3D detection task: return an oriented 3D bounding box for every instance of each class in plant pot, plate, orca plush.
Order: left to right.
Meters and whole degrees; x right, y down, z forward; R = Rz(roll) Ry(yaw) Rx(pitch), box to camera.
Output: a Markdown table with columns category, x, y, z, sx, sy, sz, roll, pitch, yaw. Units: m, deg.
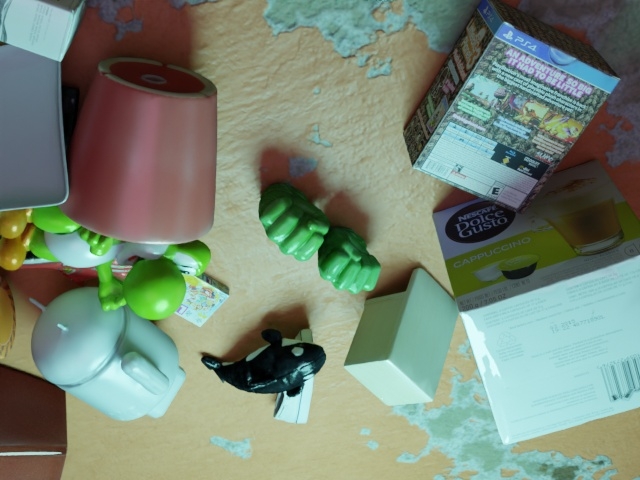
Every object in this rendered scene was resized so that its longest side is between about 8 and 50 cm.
| category | x | y | z | sx | sy | sz | roll | pitch | yaw |
| --- | --- | --- | --- | --- | --- | --- | --- | --- | --- |
| plate | -0.535 | -0.178 | 1.386 | 0.278 | 0.045 | 0.277 | -7 | 83 | 15 |
| plant pot | -0.668 | 0.433 | 1.778 | 0.236 | 0.267 | 0.267 | 7 | 124 | -22 |
| plant pot | -0.291 | -0.160 | 1.402 | 0.275 | 0.275 | 0.243 | 10 | 114 | -11 |
| orca plush | -0.132 | 0.265 | 1.735 | 0.287 | 0.102 | 0.151 | 3 | 106 | 28 |

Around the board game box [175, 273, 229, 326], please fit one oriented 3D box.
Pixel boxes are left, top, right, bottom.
| category | x | y | z | sx | sy | sz | roll | pitch | yaw |
| --- | --- | --- | --- | --- | --- | --- | --- | --- | --- |
| board game box | -0.277 | 0.101 | 1.705 | 0.154 | 0.026 | 0.103 | 33 | 117 | -23 |

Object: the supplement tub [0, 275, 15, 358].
| category | x | y | z | sx | sy | sz | roll | pitch | yaw |
| --- | --- | --- | --- | --- | --- | --- | --- | --- | --- |
| supplement tub | -0.776 | 0.159 | 1.602 | 0.338 | 0.207 | 0.207 | -4 | 124 | 0 |

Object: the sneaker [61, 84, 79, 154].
| category | x | y | z | sx | sy | sz | roll | pitch | yaw |
| --- | --- | --- | --- | --- | --- | --- | --- | --- | --- |
| sneaker | -0.470 | -0.220 | 1.462 | 0.089 | 0.051 | 0.170 | 11 | 118 | -11 |

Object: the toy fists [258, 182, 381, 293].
| category | x | y | z | sx | sy | sz | roll | pitch | yaw |
| --- | --- | --- | --- | --- | --- | --- | --- | --- | --- |
| toy fists | 0.000 | 0.000 | 1.586 | 0.279 | 0.142 | 0.096 | 36 | 115 | -25 |

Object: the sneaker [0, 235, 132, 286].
| category | x | y | z | sx | sy | sz | roll | pitch | yaw |
| --- | --- | --- | --- | --- | --- | --- | --- | --- | --- |
| sneaker | -0.485 | 0.040 | 1.607 | 0.279 | 0.107 | 0.118 | 1 | 132 | -2 |

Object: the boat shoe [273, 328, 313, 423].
| category | x | y | z | sx | sy | sz | roll | pitch | yaw |
| --- | --- | --- | --- | --- | --- | --- | --- | --- | --- |
| boat shoe | -0.061 | 0.299 | 1.814 | 0.084 | 0.095 | 0.258 | 2 | 121 | -7 |

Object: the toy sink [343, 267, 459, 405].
| category | x | y | z | sx | sy | sz | roll | pitch | yaw |
| --- | --- | --- | --- | --- | --- | --- | --- | --- | --- |
| toy sink | 0.166 | 0.196 | 1.722 | 0.131 | 0.234 | 0.153 | -16 | 131 | 43 |

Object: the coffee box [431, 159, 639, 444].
| category | x | y | z | sx | sy | sz | roll | pitch | yaw |
| --- | --- | --- | --- | --- | --- | --- | --- | --- | --- |
| coffee box | 0.431 | 0.108 | 1.573 | 0.338 | 0.334 | 0.338 | -18 | 121 | 10 |

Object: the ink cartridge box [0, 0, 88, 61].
| category | x | y | z | sx | sy | sz | roll | pitch | yaw |
| --- | --- | --- | --- | --- | --- | --- | --- | --- | --- |
| ink cartridge box | -0.478 | -0.374 | 1.289 | 0.218 | 0.158 | 0.092 | 16 | 120 | -14 |

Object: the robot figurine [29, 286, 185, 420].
| category | x | y | z | sx | sy | sz | roll | pitch | yaw |
| --- | --- | --- | --- | --- | --- | --- | --- | --- | --- |
| robot figurine | -0.417 | 0.222 | 1.647 | 0.300 | 0.199 | 0.353 | 10 | 154 | 40 |

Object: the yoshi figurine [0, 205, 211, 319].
| category | x | y | z | sx | sy | sz | roll | pitch | yaw |
| --- | --- | --- | --- | --- | --- | --- | --- | --- | --- |
| yoshi figurine | -0.378 | 0.036 | 1.469 | 0.362 | 0.203 | 0.202 | 12 | 101 | -12 |

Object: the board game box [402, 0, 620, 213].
| category | x | y | z | sx | sy | sz | roll | pitch | yaw |
| --- | --- | --- | --- | --- | --- | --- | --- | --- | --- |
| board game box | 0.317 | -0.229 | 1.452 | 0.232 | 0.141 | 0.291 | 21 | 120 | -17 |
